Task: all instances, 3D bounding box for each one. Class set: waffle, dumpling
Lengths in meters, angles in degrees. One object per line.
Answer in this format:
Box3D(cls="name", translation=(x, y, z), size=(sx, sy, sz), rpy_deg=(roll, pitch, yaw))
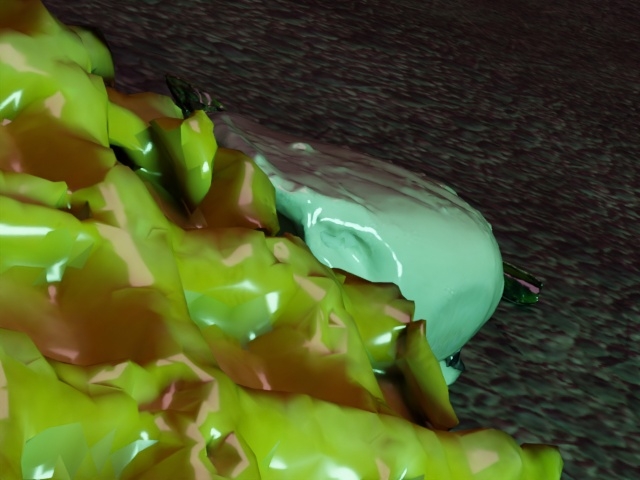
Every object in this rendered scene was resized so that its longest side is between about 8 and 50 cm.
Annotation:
Box3D(cls="waffle", translation=(-0.063, 0.061, 0.313), size=(0.382, 0.095, 0.379), rpy_deg=(46, 24, 3))
Box3D(cls="dumpling", translation=(0.001, 0.000, 0.667), size=(0.176, 0.092, 0.150), rpy_deg=(3, 31, -48))

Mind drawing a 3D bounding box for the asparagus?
Box3D(cls="asparagus", translation=(0.012, -0.027, 0.862), size=(0.233, 0.022, 0.023), rpy_deg=(30, 64, 12))
